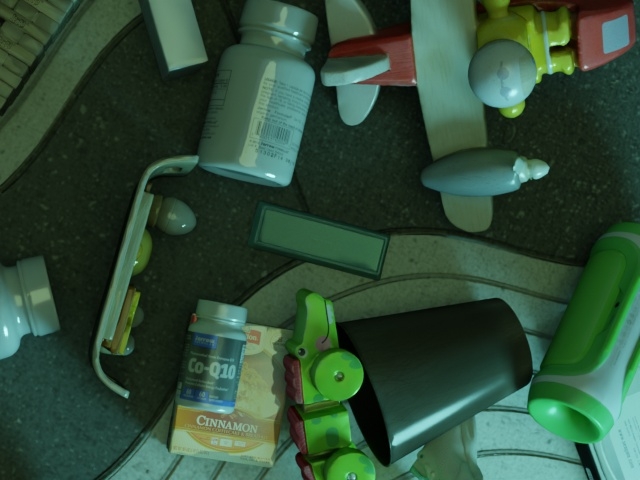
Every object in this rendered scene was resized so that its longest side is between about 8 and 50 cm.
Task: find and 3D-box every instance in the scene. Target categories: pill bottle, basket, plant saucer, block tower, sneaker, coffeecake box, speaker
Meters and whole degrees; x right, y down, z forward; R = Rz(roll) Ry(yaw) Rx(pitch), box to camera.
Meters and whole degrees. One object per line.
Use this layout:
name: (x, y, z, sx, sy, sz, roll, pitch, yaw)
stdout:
pill bottle: (-0.078, -0.195, 1.879, 0.131, 0.131, 0.229, 14, 86, -10)
basket: (0.156, 0.172, 1.904, 0.227, 0.154, 0.204, -17, 74, -14)
pill bottle: (-0.461, 0.094, 1.797, 0.246, 0.136, 0.136, -14, 91, -10)
plant saucer: (0.000, 0.000, 1.945, 0.192, 0.018, 0.067, 15, 86, -9)
block tower: (-0.395, -0.270, 1.844, 0.097, 0.091, 0.335, 32, 84, -9)
sneaker: (0.168, 0.319, 1.901, 0.094, 0.080, 0.212, 0, 44, -4)
coffeecake box: (-0.119, 0.198, 1.892, 0.142, 0.068, 0.185, 10, 86, -9)
pill bottle: (-0.137, 0.148, 1.816, 0.078, 0.078, 0.137, 11, 86, -10)
speaker: (0.385, 0.121, 1.919, 0.131, 0.131, 0.296, 34, 64, -8)

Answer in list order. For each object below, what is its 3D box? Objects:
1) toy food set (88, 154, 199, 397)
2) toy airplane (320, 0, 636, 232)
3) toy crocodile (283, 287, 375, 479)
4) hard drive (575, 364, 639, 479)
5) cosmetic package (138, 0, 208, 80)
toy food set: (-0.219, 0.045, 1.801, 0.092, 0.220, 0.306, 16, 85, -9)
toy airplane: (0.186, -0.244, 1.855, 0.386, 0.272, 0.384, 34, 102, -21)
toy crocodile: (0.000, 0.231, 1.846, 0.105, 0.115, 0.340, -9, 100, -13)
hard drive: (0.525, 0.246, 2.011, 0.339, 0.064, 0.237, -20, 92, -11)
cosmetic package: (-0.211, -0.338, 1.877, 0.060, 0.099, 0.239, -16, 92, -13)
